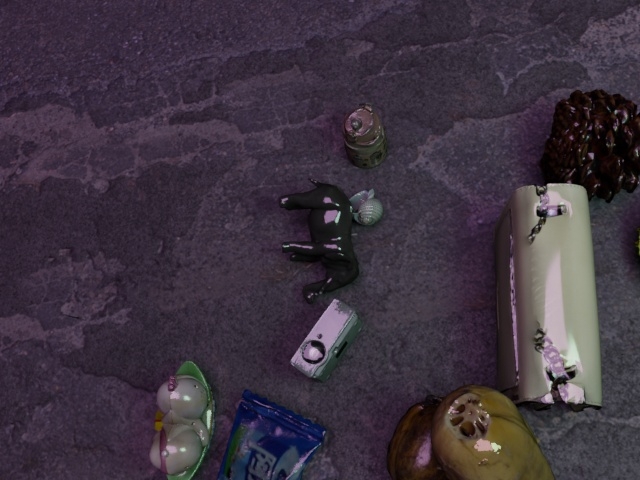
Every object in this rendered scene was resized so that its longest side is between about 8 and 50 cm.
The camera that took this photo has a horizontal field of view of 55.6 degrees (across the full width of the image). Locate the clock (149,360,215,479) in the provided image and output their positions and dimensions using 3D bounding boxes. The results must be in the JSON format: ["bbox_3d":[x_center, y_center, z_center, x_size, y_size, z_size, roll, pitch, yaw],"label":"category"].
[{"bbox_3d":[-0.256,0.339,1.123,0.103,0.144,0.230,-4,72,10],"label":"clock"}]

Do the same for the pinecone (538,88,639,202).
[{"bbox_3d":[0.519,-0.169,1.120,0.222,0.221,0.221,-3,71,9],"label":"pinecone"}]

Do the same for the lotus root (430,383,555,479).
[{"bbox_3d":[0.282,0.362,0.954,0.152,0.342,0.169,-27,33,12],"label":"lotus root"}]

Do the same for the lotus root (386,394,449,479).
[{"bbox_3d":[0.181,0.366,1.048,0.120,0.120,0.209,22,75,16],"label":"lotus root"}]

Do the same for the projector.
[{"bbox_3d":[0.017,0.191,1.138,0.061,0.115,0.147,32,80,19],"label":"projector"}]

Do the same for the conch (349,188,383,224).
[{"bbox_3d":[0.092,-0.063,1.241,0.076,0.056,0.085,-5,32,19],"label":"conch"}]

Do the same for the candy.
[{"bbox_3d":[-0.117,0.460,1.095,0.187,0.077,0.331,18,78,17],"label":"candy"}]

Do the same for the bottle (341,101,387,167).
[{"bbox_3d":[0.090,-0.220,1.241,0.099,0.152,0.098,-3,70,10],"label":"bottle"}]

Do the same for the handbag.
[{"bbox_3d":[0.388,0.106,1.037,0.160,0.236,0.358,0,72,12],"label":"handbag"}]

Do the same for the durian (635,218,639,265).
[{"bbox_3d":[0.674,-0.002,1.033,0.177,0.237,0.200,23,50,-11],"label":"durian"}]

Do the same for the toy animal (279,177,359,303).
[{"bbox_3d":[-0.001,0.002,1.191,0.146,0.114,0.244,-3,103,12],"label":"toy animal"}]
